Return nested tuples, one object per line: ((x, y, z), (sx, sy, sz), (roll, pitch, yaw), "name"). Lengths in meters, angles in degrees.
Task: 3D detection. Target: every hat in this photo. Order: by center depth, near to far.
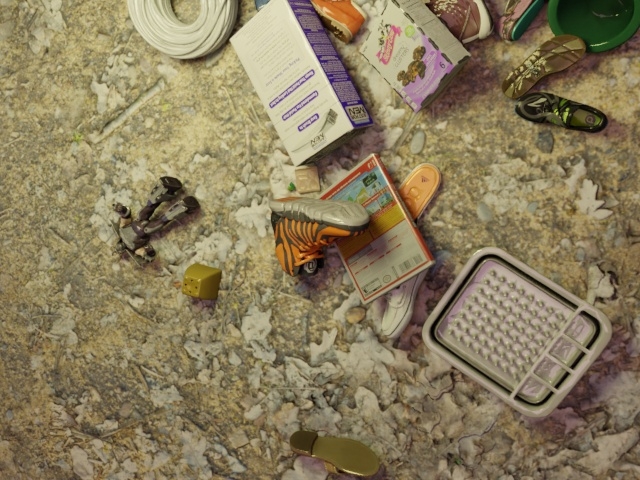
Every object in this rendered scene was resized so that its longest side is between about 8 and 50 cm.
((0.597, -0.503, 1.182), (0.209, 0.183, 0.172), (2, 127, 43), "hat")

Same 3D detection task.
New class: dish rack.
((0.428, 0.197, 1.294), (0.333, 0.072, 0.285), (34, 106, 10), "dish rack")

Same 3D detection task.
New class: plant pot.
((-0.313, 0.111, 1.490), (0.082, 0.083, 0.081), (14, 100, 13), "plant pot")

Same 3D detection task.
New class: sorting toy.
((-0.044, -0.146, 1.417), (0.084, 0.012, 0.061), (-7, 100, 13), "sorting toy")

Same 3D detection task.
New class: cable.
((-0.325, -0.568, 1.380), (0.257, 0.089, 0.257), (21, 115, 3), "cable")

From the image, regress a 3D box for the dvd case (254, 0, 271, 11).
((-0.052, -0.657, 1.341), (0.253, 0.022, 0.180), (-14, 86, 18), "dvd case")

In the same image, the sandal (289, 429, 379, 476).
((0.038, 0.549, 1.462), (0.240, 0.088, 0.079), (11, 131, 21), "sandal")

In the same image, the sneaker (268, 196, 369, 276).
((0.000, 0.000, 1.329), (0.321, 0.125, 0.179), (14, 112, 54), "sneaker")

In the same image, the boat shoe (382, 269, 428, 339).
((0.178, 0.115, 1.342), (0.076, 0.083, 0.226), (19, 92, -23), "boat shoe")

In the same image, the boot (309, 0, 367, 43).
((0.033, -0.528, 1.331), (0.158, 0.059, 0.084), (41, 86, 14), "boot")

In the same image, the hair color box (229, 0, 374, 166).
((-0.044, -0.361, 1.317), (0.185, 0.110, 0.338), (-28, 87, 37), "hair color box")

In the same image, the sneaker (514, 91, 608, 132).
((0.503, -0.269, 1.209), (0.188, 0.078, 0.067), (18, 102, 15), "sneaker")

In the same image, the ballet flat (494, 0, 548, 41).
((0.448, -0.518, 1.203), (0.221, 0.077, 0.079), (-47, 61, 16), "ballet flat")

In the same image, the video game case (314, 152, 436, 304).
((0.114, -0.024, 1.317), (0.204, 0.025, 0.285), (-36, 72, 33), "video game case")

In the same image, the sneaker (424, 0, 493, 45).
((0.242, -0.532, 1.240), (0.163, 0.106, 0.281), (-26, 90, 21), "sneaker")

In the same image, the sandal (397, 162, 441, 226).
((0.181, -0.061, 1.329), (0.102, 0.076, 0.265), (32, 104, 11), "sandal")

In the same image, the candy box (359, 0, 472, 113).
((0.197, -0.400, 1.239), (0.196, 0.070, 0.165), (49, 149, 6), "candy box")

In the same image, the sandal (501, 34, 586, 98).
((0.468, -0.367, 1.227), (0.180, 0.049, 0.072), (-36, 81, 32), "sandal")

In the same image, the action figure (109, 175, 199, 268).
((-0.456, -0.046, 1.507), (0.285, 0.099, 0.185), (-38, 91, 20), "action figure")
